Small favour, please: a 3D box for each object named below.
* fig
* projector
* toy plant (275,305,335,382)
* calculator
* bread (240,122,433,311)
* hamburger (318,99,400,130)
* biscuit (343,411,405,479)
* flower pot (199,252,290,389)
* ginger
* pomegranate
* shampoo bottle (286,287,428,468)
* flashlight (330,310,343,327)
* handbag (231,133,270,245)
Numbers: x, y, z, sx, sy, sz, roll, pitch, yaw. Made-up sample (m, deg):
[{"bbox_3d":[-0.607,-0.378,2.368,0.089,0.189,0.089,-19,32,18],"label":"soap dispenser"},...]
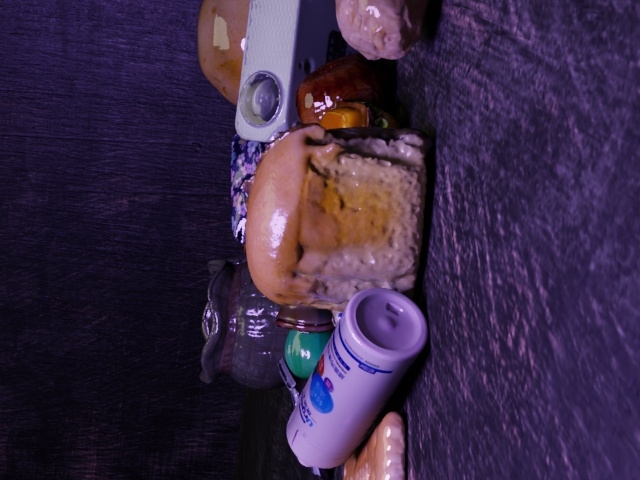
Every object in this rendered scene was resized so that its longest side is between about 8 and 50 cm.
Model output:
[{"bbox_3d":[0.044,-0.151,1.358,0.146,0.134,0.201,-41,-59,-56],"label":"fig"},{"bbox_3d":[-0.014,-0.262,1.470,0.108,0.198,0.250,11,95,38],"label":"projector"},{"bbox_3d":[-0.020,0.150,1.568,0.143,0.105,0.200,-179,90,-74],"label":"toy plant"},{"bbox_3d":[-0.030,0.287,1.608,0.274,0.028,0.166,-155,48,-83],"label":"calculator"},{"bbox_3d":[0.008,0.000,1.097,0.162,0.204,0.262,-88,4,-48],"label":"bread"},{"bbox_3d":[0.053,-0.092,1.239,0.137,0.087,0.166,-149,61,-66],"label":"hamburger"},{"bbox_3d":[0.056,0.300,1.133,0.250,0.030,0.160,113,162,-66],"label":"biscuit"},{"bbox_3d":[-0.140,0.160,2.061,0.302,0.213,0.302,-175,90,-82],"label":"flower pot"},{"bbox_3d":[0.077,-0.372,1.150,0.190,0.126,0.354,98,173,-60],"label":"ginger"},{"bbox_3d":[-0.086,-0.365,1.793,0.319,0.319,0.319,-174,90,-83],"label":"pomegranate"},{"bbox_3d":[0.026,0.174,1.105,0.303,0.092,0.092,115,161,-48],"label":"shampoo bottle"},{"bbox_3d":[0.034,0.083,1.461,0.057,0.035,0.121,121,154,-75],"label":"flashlight"},{"bbox_3d":[-0.045,-0.071,1.589,0.127,0.208,0.229,-23,62,40],"label":"handbag"}]
